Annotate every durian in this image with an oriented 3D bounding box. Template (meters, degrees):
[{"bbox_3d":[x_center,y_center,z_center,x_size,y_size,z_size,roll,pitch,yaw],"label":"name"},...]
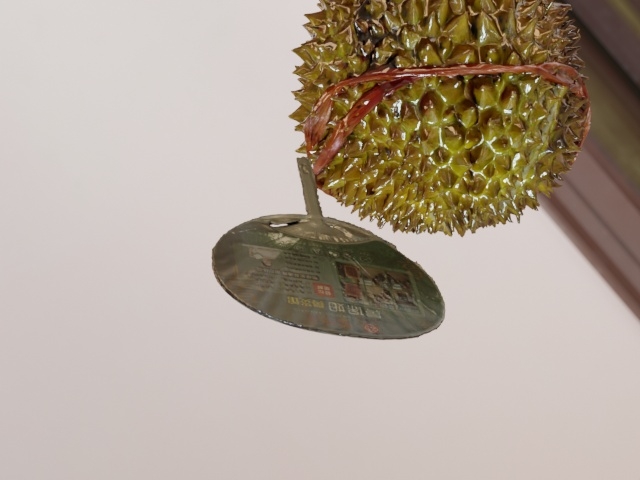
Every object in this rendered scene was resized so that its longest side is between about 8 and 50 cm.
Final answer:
[{"bbox_3d":[0.135,-0.167,1.795,0.347,0.347,0.384,-41,-150,19],"label":"durian"}]

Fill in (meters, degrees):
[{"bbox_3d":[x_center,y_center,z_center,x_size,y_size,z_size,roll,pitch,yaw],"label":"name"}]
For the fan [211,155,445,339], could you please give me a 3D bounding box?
[{"bbox_3d":[0.026,0.017,1.570,0.294,0.223,0.012,-50,160,-57],"label":"fan"}]
